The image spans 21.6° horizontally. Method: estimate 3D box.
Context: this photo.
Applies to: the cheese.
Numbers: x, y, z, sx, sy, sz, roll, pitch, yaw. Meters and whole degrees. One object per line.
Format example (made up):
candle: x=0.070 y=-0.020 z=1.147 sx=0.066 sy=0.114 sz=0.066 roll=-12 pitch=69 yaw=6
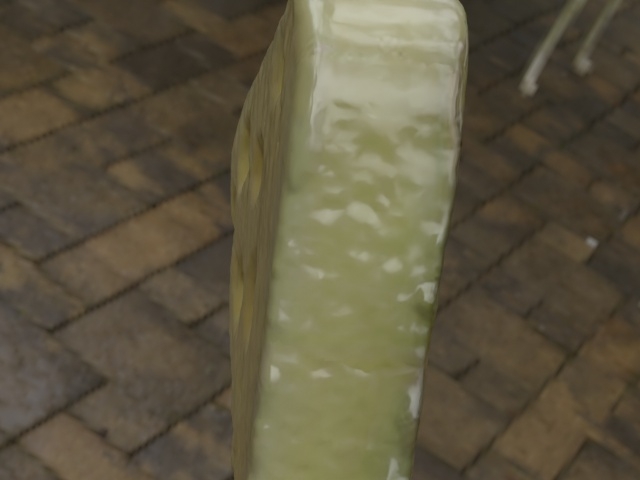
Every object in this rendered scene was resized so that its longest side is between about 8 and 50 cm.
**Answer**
cheese: x=0.000 y=0.001 z=1.104 sx=0.104 sy=0.384 sz=0.384 roll=4 pitch=32 yaw=-9
